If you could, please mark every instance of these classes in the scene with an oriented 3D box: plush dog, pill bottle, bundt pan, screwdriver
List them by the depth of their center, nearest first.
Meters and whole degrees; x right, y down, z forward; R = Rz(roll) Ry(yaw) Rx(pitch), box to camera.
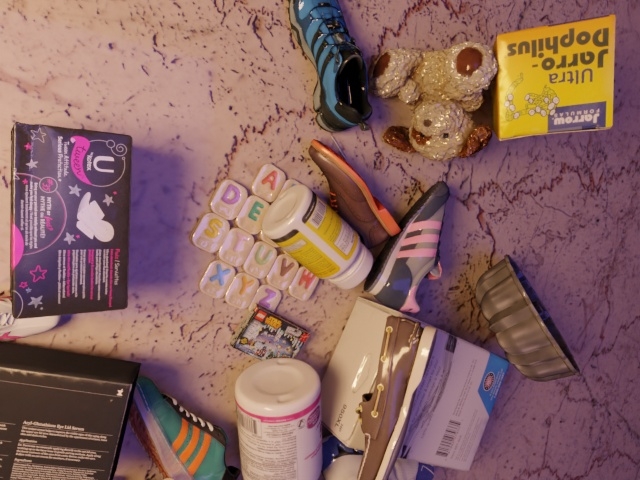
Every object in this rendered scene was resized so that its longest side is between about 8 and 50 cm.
[{"bbox_3d":[0.000,0.000,0.887,0.208,0.119,0.119,42,76,-30],"label":"pill bottle"},{"bbox_3d":[-0.077,0.388,0.899,0.161,0.160,0.282,-12,113,-29],"label":"pill bottle"},{"bbox_3d":[0.251,-0.279,0.973,0.211,0.263,0.225,-17,114,-50],"label":"plush dog"},{"bbox_3d":[0.069,-0.150,0.984,0.024,0.025,0.169,-41,117,-19],"label":"screwdriver"},{"bbox_3d":[0.501,0.204,1.164,0.124,0.330,0.331,-32,120,21],"label":"bundt pan"}]

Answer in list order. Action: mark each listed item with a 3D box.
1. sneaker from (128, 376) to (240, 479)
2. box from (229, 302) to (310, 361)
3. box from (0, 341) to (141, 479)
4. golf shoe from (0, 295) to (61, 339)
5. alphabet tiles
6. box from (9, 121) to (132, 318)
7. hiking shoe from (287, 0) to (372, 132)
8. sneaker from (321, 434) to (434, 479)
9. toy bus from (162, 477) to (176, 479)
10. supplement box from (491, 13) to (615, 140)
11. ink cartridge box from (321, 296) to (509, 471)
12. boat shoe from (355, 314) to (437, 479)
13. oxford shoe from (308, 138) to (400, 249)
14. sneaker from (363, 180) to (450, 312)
[{"bbox_3d":[-0.248,0.355,0.842,0.121,0.108,0.301,-36,113,-38],"label":"sneaker"},{"bbox_3d":[-0.100,0.196,0.931,0.137,0.027,0.093,33,89,-31],"label":"box"},{"bbox_3d":[-0.421,0.258,0.673,0.262,0.103,0.184,14,94,-14],"label":"box"},{"bbox_3d":[-0.478,0.115,0.666,0.186,0.086,0.067,7,93,-33],"label":"golf shoe"},{"bbox_3d":[-0.104,0.007,0.909,0.284,0.021,0.277,32,81,-30],"label":"alphabet tiles"},{"bbox_3d":[-0.360,-0.032,0.665,0.142,0.163,0.246,1,98,-35],"label":"box"},{"bbox_3d":[0.034,-0.357,0.864,0.113,0.132,0.303,-26,110,-25],"label":"hiking shoe"},{"bbox_3d":[0.128,0.558,1.029,0.316,0.182,0.127,23,114,-28],"label":"sneaker"},{"bbox_3d":[-0.304,0.501,0.806,0.203,0.104,0.190,-10,82,10],"label":"toy bus"},{"bbox_3d":[0.471,-0.333,0.988,0.356,0.194,0.195,-43,128,-66],"label":"supplement box"},{"bbox_3d":[0.214,0.334,1.067,0.395,0.166,0.285,27,83,-31],"label":"ink cartridge box"},{"bbox_3d":[0.123,0.301,0.858,0.117,0.097,0.323,8,100,-70],"label":"boat shoe"},{"bbox_3d":[0.053,-0.085,0.942,0.098,0.097,0.271,-39,112,8],"label":"oxford shoe"},{"bbox_3d":[0.223,0.015,1.025,0.131,0.112,0.318,36,73,-3],"label":"sneaker"}]
